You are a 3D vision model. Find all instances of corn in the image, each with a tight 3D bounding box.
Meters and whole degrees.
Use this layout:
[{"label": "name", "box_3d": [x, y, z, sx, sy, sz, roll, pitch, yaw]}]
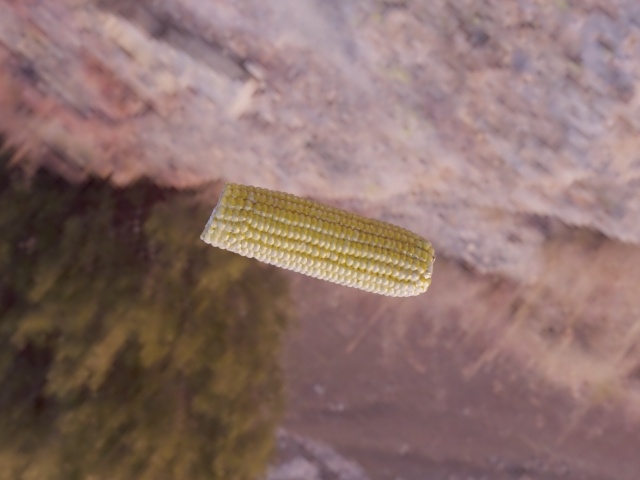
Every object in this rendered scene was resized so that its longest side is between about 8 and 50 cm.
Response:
[{"label": "corn", "box_3d": [0.000, 0.000, 1.742, 0.249, 0.081, 0.081, 16, 171, -7]}]
